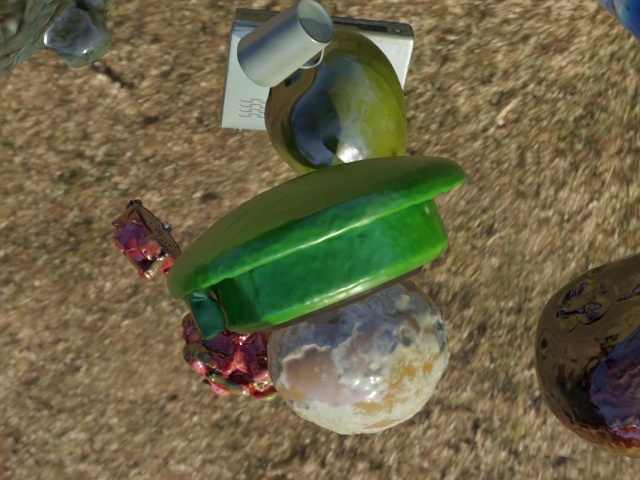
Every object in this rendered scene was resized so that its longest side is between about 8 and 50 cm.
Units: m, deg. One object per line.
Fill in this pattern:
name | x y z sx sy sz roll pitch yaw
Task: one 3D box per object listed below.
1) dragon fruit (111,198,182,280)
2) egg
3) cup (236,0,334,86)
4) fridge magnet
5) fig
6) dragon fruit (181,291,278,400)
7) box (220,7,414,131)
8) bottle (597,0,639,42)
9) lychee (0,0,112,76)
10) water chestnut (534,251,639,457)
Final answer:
dragon fruit | -0.238 0.004 1.610 0.068 0.126 0.112 -39 125 6
egg | 0.041 0.125 1.388 0.195 0.233 0.195 -1 89 55
cup | -0.024 -0.178 1.124 0.075 0.054 0.083 36 137 -26
fridge magnet | 0.000 0.000 0.794 0.208 0.208 0.088 -23 90 20
fig | 0.037 -0.160 1.625 0.225 0.203 0.203 40 112 -23
dragon fruit | -0.104 0.147 1.694 0.160 0.166 0.172 -58 40 34
box | -0.009 -0.242 1.811 0.270 0.045 0.211 2 131 -9
bottle | 0.206 -0.120 0.662 0.060 0.060 0.217 -49 59 20
lychee | -0.193 -0.202 0.595 0.255 0.255 0.274 -36 107 20
water chestnut | 0.507 0.186 1.878 0.350 0.350 0.302 -29 118 20
